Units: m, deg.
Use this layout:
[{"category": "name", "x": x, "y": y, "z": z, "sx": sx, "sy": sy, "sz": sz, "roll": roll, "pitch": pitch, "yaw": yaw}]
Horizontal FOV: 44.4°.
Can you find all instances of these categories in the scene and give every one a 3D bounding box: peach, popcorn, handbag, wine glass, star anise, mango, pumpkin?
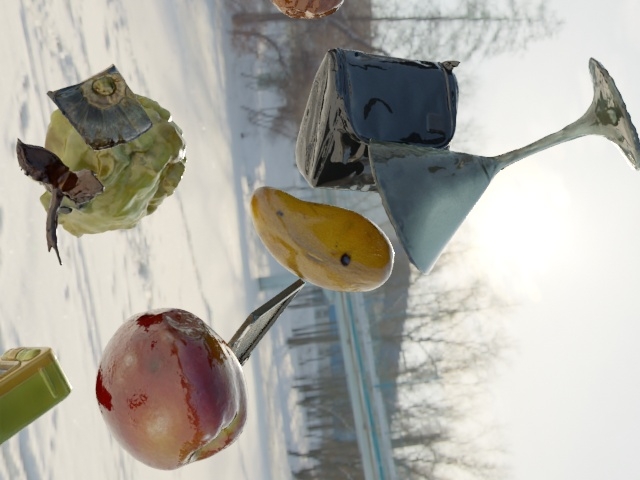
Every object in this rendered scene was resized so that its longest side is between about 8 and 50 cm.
[{"category": "peach", "x": -0.214, "y": 0.202, "z": 1.107, "sx": 0.243, "sy": 0.200, "sz": 0.243, "roll": 44, "pitch": -29, "yaw": 33}, {"category": "popcorn", "x": -0.376, "y": -0.135, "z": 1.388, "sx": 0.286, "sy": 0.252, "sz": 0.215, "roll": -49, "pitch": -157, "yaw": 13}, {"category": "handbag", "x": 0.129, "y": -0.222, "z": 1.517, "sx": 0.177, "sy": 0.302, "sz": 0.274, "roll": -114, "pitch": -145, "yaw": -51}, {"category": "wine glass", "x": 0.309, "y": -0.136, "z": 1.333, "sx": 0.267, "sy": 0.406, "sz": 0.267, "roll": 58, "pitch": 16, "yaw": -27}, {"category": "star anise", "x": -0.417, "y": -0.061, "z": 1.198, "sx": 0.144, "sy": 0.141, "sz": 0.158, "roll": -58, "pitch": -174, "yaw": -12}, {"category": "mango", "x": -0.002, "y": 0.004, "z": 1.419, "sx": 0.120, "sy": 0.295, "sz": 0.177, "roll": -56, "pitch": -156, "yaw": 37}, {"category": "pumpkin", "x": -0.220, "y": -0.135, "z": 0.782, "sx": 0.035, "sy": 0.073, "sz": 0.101, "roll": 50, "pitch": -11, "yaw": 35}]

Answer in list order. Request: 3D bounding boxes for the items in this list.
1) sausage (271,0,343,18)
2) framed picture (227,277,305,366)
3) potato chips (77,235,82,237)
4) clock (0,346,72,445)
[{"category": "sausage", "x": -0.001, "y": -0.392, "z": 0.966, "sx": 0.113, "sy": 0.114, "sz": 0.259, "roll": 99, "pitch": 4, "yaw": -77}, {"category": "framed picture", "x": -0.144, "y": 0.196, "z": 1.394, "sx": 0.281, "sy": 0.019, "sz": 0.209, "roll": -52, "pitch": 171, "yaw": 23}, {"category": "potato chips", "x": -0.494, "y": -0.040, "z": 1.650, "sx": 0.037, "sy": 0.026, "sz": 0.204, "roll": 51, "pitch": -29, "yaw": -1}, {"category": "clock", "x": -0.499, "y": 0.246, "z": 1.195, "sx": 0.202, "sy": 0.143, "sz": 0.096, "roll": -38, "pitch": 114, "yaw": -42}]
